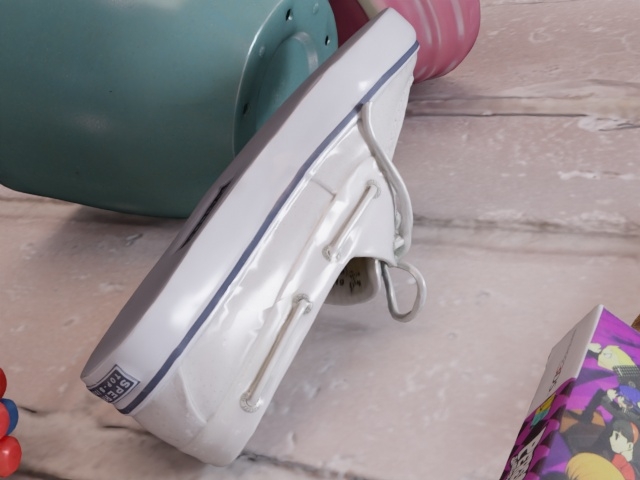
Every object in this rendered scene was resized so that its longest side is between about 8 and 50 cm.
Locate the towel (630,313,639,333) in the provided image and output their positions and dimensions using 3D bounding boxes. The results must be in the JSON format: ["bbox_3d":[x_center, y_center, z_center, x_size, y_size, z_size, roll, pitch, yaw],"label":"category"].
[{"bbox_3d":[0.358,0.022,0.557,0.370,0.040,0.271,-4,28,46],"label":"towel"}]

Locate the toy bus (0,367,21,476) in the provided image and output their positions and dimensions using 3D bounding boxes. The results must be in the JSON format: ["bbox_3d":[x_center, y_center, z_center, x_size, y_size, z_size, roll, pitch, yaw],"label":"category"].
[{"bbox_3d":[-0.290,0.081,0.664,0.211,0.220,0.149,3,37,19],"label":"toy bus"}]

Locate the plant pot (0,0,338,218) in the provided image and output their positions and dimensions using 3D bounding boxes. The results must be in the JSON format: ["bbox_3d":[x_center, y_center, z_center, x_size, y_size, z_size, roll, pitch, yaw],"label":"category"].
[{"bbox_3d":[-0.125,-0.151,0.917,0.235,0.293,0.293,17,41,21],"label":"plant pot"}]

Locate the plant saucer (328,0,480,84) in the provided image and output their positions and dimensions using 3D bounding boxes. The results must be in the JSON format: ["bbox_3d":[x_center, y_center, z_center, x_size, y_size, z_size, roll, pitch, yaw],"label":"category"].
[{"bbox_3d":[-0.008,-0.256,1.007,0.332,0.332,0.084,19,67,45],"label":"plant saucer"}]

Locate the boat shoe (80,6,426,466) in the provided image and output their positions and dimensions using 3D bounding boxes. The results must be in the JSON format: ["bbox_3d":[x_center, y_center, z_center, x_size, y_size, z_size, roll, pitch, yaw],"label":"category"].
[{"bbox_3d":[0.004,-0.002,0.731,0.136,0.156,0.367,-32,21,53],"label":"boat shoe"}]

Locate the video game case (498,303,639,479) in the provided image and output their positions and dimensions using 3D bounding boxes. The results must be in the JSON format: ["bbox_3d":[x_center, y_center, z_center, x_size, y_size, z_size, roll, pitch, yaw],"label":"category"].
[{"bbox_3d":[0.154,0.155,0.352,0.232,0.042,0.210,36,41,3],"label":"video game case"}]
